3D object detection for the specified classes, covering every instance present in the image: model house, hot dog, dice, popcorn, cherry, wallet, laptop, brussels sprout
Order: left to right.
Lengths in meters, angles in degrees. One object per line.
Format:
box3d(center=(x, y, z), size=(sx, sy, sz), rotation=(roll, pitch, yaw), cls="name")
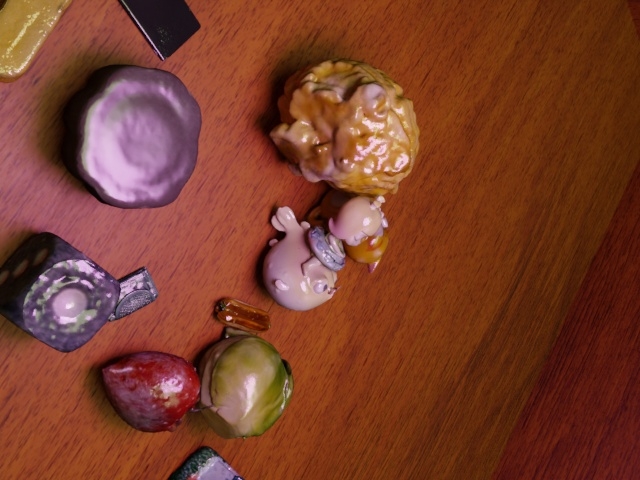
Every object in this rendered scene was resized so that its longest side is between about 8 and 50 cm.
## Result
box3d(center=(-0.532, 0.103, 1.219), size=(0.182, 0.183, 0.181), rotation=(-53, 131, -17), cls="dice")
box3d(center=(-0.445, 0.128, 1.408), size=(0.129, 0.026, 0.088), rotation=(-31, 119, -32), cls="wallet")
box3d(center=(-0.396, 0.344, 1.407), size=(0.249, 0.192, 0.175), rotation=(31, 42, -32), cls="cherry")
box3d(center=(-0.361, -0.516, 1.330), size=(0.135, 0.016, 0.197), rotation=(-50, 130, -22), cls="laptop")
box3d(center=(-0.230, 0.701, 1.576), size=(0.184, 0.291, 0.253), rotation=(-48, 128, -29), cls="model house")
box3d(center=(-0.209, 0.204, 1.618), size=(0.188, 0.055, 0.072), rotation=(27, 62, -39), cls="hot dog")
box3d(center=(-0.198, 0.373, 1.569), size=(0.294, 0.227, 0.260), rotation=(-52, 126, -52), cls="brussels sprout")
box3d(center=(0.080, -0.293, 1.555), size=(0.390, 0.344, 0.354), rotation=(15, 65, -46), cls="popcorn")

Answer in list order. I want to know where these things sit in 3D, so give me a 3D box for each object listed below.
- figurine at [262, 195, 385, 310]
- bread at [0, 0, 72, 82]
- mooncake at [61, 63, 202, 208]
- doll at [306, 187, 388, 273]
box3d(center=(0.000, 0.000, 1.596), size=(0.275, 0.394, 0.226), rotation=(51, 18, 1), cls="figurine")
box3d(center=(-0.556, -0.408, 1.130), size=(0.102, 0.094, 0.246), rotation=(33, 78, -32), cls="bread")
box3d(center=(-0.398, -0.217, 1.277), size=(0.306, 0.154, 0.306), rotation=(-12, 109, -38), cls="mooncake")
box3d(center=(0.102, -0.043, 1.768), size=(0.269, 0.162, 0.167), rotation=(43, 29, -33), cls="doll")
